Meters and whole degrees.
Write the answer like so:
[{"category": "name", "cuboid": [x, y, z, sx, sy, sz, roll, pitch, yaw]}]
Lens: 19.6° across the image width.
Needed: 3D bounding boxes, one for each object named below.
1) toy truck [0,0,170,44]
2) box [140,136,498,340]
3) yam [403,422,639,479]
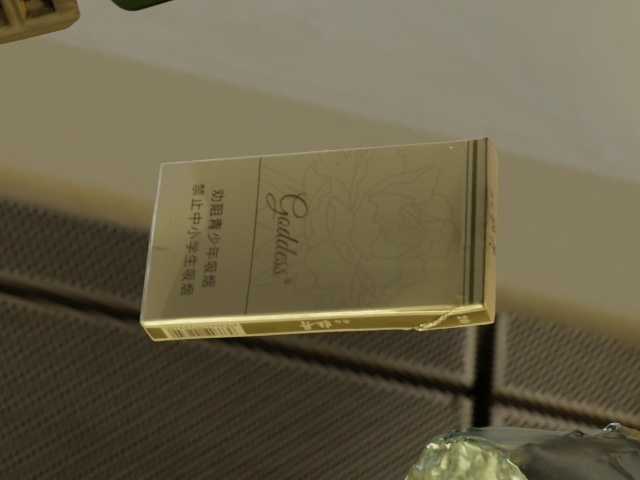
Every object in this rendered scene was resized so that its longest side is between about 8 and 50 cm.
[{"category": "toy truck", "cuboid": [-0.048, -0.146, 0.661, 0.242, 0.125, 0.101, -15, -130, -1]}, {"category": "box", "cuboid": [0.000, 0.000, 1.042, 0.198, 0.029, 0.109, -3, -120, 14]}, {"category": "yam", "cuboid": [0.170, 0.200, 0.886, 0.271, 0.202, 0.201, 1, -146, -37]}]
